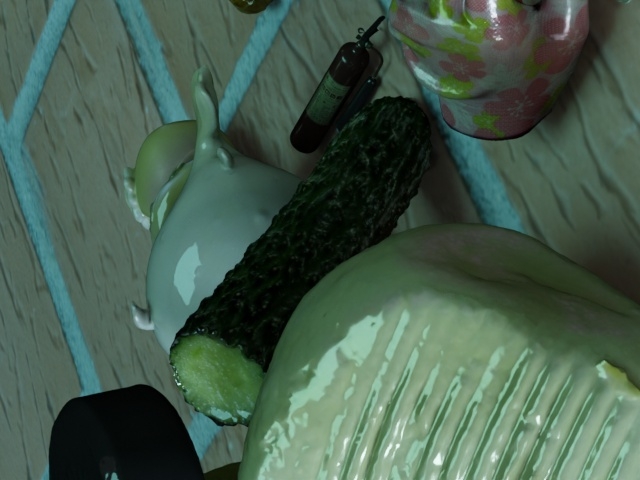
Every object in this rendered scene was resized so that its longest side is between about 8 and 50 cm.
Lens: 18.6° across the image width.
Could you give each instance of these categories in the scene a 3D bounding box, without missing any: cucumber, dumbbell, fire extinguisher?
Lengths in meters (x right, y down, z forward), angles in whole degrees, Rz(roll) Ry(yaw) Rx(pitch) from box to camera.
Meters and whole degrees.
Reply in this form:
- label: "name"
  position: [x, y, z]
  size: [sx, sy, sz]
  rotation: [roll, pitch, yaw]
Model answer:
- label: "cucumber"
  position: [0.000, 0.000, 1.552]
  size: [0.096, 0.359, 0.096]
  rotation: [17, 133, 19]
- label: "dumbbell"
  position: [-0.038, 0.194, 1.564]
  size: [0.204, 0.322, 0.204]
  rotation: [170, 90, -67]
- label: "fire extinguisher"
  position: [0.018, -0.129, 1.739]
  size: [0.173, 0.035, 0.049]
  rotation: [123, 138, -51]

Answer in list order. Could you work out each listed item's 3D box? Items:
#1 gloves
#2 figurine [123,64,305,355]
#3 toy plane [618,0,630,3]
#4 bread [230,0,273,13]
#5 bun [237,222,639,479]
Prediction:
- label: "gloves"
  position: [0.118, -0.188, 1.412]
  size: [0.145, 0.126, 0.241]
  rotation: [41, 160, 41]
- label: "figurine"
  position: [-0.095, -0.041, 1.810]
  size: [0.394, 0.226, 0.274]
  rotation: [-129, 29, -65]
- label: "toy plane"
  position: [0.210, -0.227, 1.391]
  size: [0.049, 0.031, 0.121]
  rotation: [-16, 76, 51]
- label: "bread"
  position: [-0.069, -0.294, 1.857]
  size: [0.052, 0.044, 0.157]
  rotation: [5, 99, 55]
- label: "bun"
  position: [0.119, 0.162, 1.391]
  size: [0.361, 0.213, 0.361]
  rotation: [3, 100, 18]
